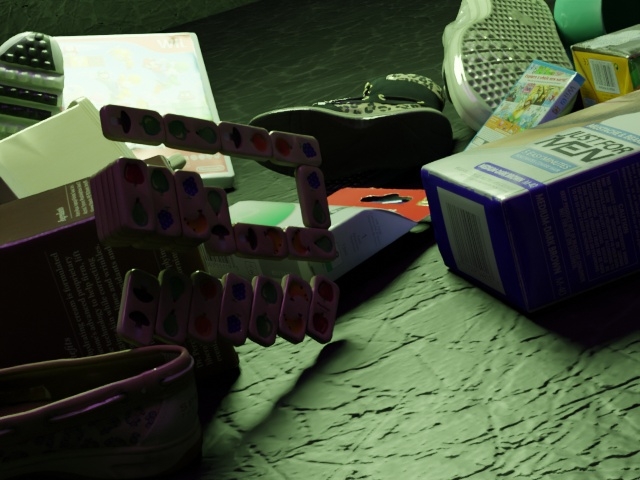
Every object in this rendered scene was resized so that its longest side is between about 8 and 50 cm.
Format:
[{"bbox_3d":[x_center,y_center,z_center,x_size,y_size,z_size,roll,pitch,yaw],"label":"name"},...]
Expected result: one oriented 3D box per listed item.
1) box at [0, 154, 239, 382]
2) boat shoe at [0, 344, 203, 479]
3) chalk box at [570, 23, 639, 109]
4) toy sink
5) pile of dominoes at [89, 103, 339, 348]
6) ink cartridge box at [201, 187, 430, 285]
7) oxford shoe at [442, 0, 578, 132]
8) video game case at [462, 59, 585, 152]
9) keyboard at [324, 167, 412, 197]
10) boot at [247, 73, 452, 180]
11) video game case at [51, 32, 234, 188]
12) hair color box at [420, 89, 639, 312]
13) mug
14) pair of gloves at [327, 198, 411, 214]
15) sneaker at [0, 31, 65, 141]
[{"bbox_3d":[-0.197,0.044,1.179,0.203,0.168,0.167,-18,17,-7],"label":"box"},{"bbox_3d":[-0.231,0.122,0.998,0.285,0.089,0.104,-4,26,-6],"label":"boat shoe"},{"bbox_3d":[0.383,-0.159,1.360,0.213,0.132,0.132,-18,16,-11],"label":"chalk box"},{"bbox_3d":[-0.295,-0.061,1.559,0.234,0.131,0.153,-34,-7,-45],"label":"toy sink"},{"bbox_3d":[-0.067,-0.012,1.094,0.251,0.196,0.040,5,-22,-44],"label":"pile of dominoes"},{"bbox_3d":[0.004,-0.026,1.347,0.181,0.056,0.224,5,30,46],"label":"ink cartridge box"},{"bbox_3d":[0.217,-0.205,1.685,0.169,0.130,0.449,27,27,-8],"label":"oxford shoe"},{"bbox_3d":[0.197,-0.112,1.415,0.166,0.015,0.119,-53,18,3],"label":"video game case"},{"bbox_3d":[0.057,-0.087,1.610,0.108,0.023,0.180,2,24,46],"label":"keyboard"},{"bbox_3d":[0.039,-0.139,1.608,0.236,0.085,0.178,-2,21,7],"label":"boot"},{"bbox_3d":[-0.239,-0.171,1.790,0.204,0.025,0.285,-4,49,-16],"label":"video game case"},{"bbox_3d":[0.280,-0.059,1.181,0.339,0.110,0.185,-18,16,-13],"label":"hair color box"},{"bbox_3d":[0.361,-0.290,1.789,0.158,0.129,0.097,-30,19,-38],"label":"mug"},{"bbox_3d":[0.000,0.000,1.391,0.198,0.023,0.159,-26,21,-26],"label":"pair of gloves"},{"bbox_3d":[-0.390,-0.121,1.707,0.110,0.292,0.118,16,9,-9],"label":"sneaker"}]
